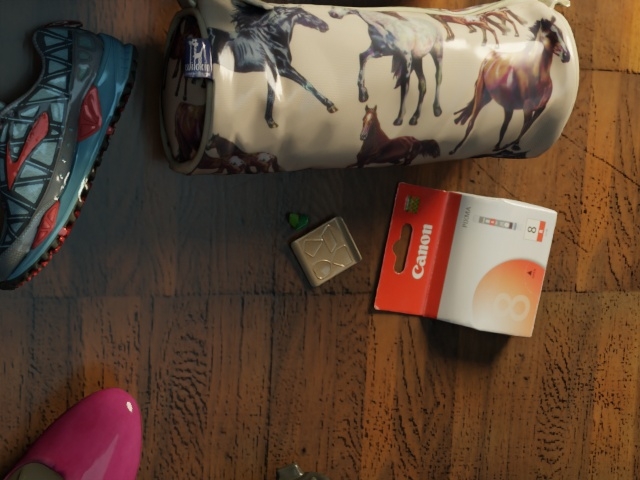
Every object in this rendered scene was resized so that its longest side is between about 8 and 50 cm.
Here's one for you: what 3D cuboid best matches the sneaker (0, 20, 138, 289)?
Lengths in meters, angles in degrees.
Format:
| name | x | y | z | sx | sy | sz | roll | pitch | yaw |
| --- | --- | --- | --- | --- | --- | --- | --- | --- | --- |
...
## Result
| name | x | y | z | sx | sy | sz | roll | pitch | yaw |
| --- | --- | --- | --- | --- | --- | --- | --- | --- | --- |
| sneaker | -0.272 | -0.083 | 1.217 | 0.125 | 0.104 | 0.262 | 23 | 83 | -10 |

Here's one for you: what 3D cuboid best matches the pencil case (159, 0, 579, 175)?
| name | x | y | z | sx | sy | sz | roll | pitch | yaw |
| --- | --- | --- | --- | --- | --- | --- | --- | --- | --- |
| pencil case | 0.049 | -0.163 | 1.266 | 0.410 | 0.160 | 0.183 | -4 | 114 | -18 |

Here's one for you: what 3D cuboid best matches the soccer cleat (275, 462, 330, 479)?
| name | x | y | z | sx | sy | sz | roll | pitch | yaw |
| --- | --- | --- | --- | --- | --- | --- | --- | --- | --- |
| soccer cleat | -0.111 | 0.358 | 1.314 | 0.331 | 0.116 | 0.143 | -24 | 105 | -14 |

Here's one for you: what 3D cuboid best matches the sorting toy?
| name | x | y | z | sx | sy | sz | roll | pitch | yaw |
| --- | --- | --- | --- | --- | --- | --- | --- | --- | --- |
| sorting toy | 0.000 | 0.000 | 1.351 | 0.062 | 0.012 | 0.083 | -29 | 110 | -7 |

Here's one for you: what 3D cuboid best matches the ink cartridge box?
| name | x | y | z | sx | sy | sz | roll | pitch | yaw |
| --- | --- | --- | --- | --- | --- | --- | --- | --- | --- |
| ink cartridge box | 0.159 | 0.021 | 1.392 | 0.179 | 0.045 | 0.145 | 10 | 95 | -22 |

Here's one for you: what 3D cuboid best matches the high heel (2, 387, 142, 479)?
| name | x | y | z | sx | sy | sz | roll | pitch | yaw |
| --- | --- | --- | --- | --- | --- | --- | --- | --- | --- |
| high heel | -0.302 | 0.299 | 1.197 | 0.127 | 0.181 | 0.377 | 30 | 89 | 18 |
